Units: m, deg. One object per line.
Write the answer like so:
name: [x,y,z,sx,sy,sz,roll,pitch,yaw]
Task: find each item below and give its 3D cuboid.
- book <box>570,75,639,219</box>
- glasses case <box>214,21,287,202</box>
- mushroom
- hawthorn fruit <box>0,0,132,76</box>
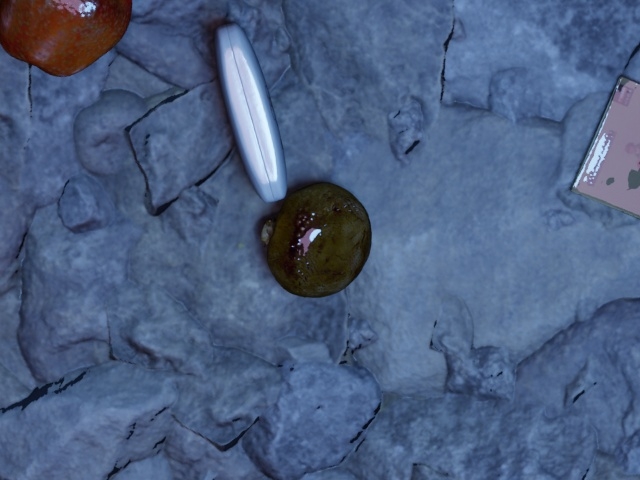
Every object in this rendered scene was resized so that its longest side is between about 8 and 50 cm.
book: [0.388,-0.080,1.876,0.199,0.016,0.138,22,98,-6]
glasses case: [-0.073,-0.134,1.816,0.049,0.074,0.193,-14,99,0]
mushroom: [0.000,0.000,1.848,0.127,0.087,0.127,-8,111,-22]
hawthorn fruit: [-0.264,-0.236,1.768,0.133,0.133,0.138,39,112,-8]
